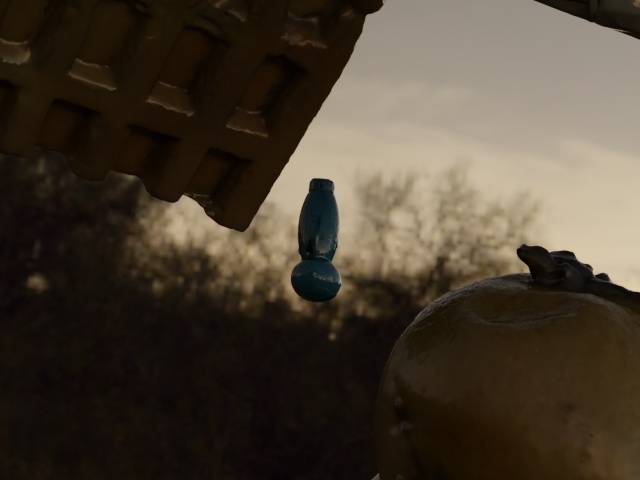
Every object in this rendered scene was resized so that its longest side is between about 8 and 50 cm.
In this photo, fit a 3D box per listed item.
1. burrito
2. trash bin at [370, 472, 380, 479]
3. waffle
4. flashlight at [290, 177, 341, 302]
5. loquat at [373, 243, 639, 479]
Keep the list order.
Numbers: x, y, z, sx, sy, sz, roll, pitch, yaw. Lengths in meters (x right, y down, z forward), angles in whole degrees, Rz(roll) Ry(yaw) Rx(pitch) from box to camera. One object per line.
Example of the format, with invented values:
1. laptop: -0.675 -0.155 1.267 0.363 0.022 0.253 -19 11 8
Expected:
1. burrito: 0.204 -0.185 1.109 0.203 0.064 0.064 23 -10 -20
2. trash bin: 0.140 0.352 1.819 0.252 0.203 0.301 -14 14 39
3. waffle: -0.131 -0.178 1.218 0.348 0.304 0.077 16 31 -32
4. flashlight: 0.000 0.000 1.504 0.051 0.129 0.051 5 -22 2
5. loquat: 0.149 0.122 0.998 0.243 0.244 0.244 9 -5 1
